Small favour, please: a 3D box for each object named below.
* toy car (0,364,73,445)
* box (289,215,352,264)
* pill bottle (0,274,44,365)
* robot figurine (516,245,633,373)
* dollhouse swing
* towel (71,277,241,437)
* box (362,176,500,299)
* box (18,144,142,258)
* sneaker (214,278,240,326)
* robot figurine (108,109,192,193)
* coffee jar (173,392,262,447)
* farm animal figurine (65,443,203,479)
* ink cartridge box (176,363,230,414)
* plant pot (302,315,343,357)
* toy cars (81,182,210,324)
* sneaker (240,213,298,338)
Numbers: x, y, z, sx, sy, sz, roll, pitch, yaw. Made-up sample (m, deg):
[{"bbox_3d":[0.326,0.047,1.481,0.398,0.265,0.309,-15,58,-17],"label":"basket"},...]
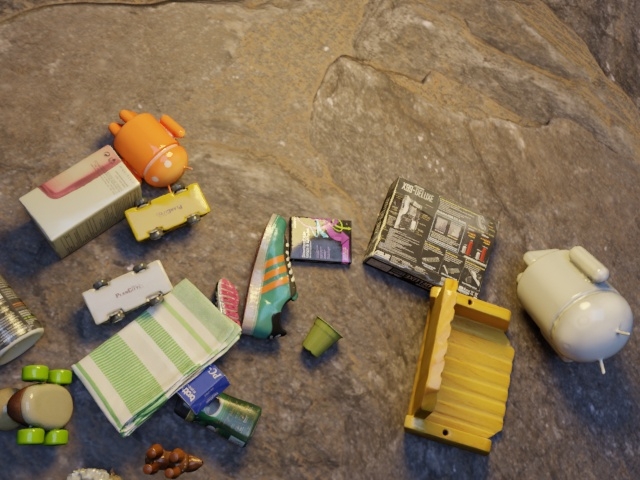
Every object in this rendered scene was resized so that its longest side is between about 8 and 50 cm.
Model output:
[{"bbox_3d":[-0.638,0.355,1.353,0.188,0.149,0.155,-9,70,14],"label":"toy car"},{"bbox_3d":[0.000,0.000,1.644,0.162,0.029,0.116,3,73,-11],"label":"box"},{"bbox_3d":[-0.720,0.138,1.377,0.130,0.130,0.246,-39,85,-21],"label":"pill bottle"},{"bbox_3d":[0.629,0.160,1.602,0.199,0.300,0.353,-8,37,-13],"label":"robot figurine"},{"bbox_3d":[0.357,0.291,1.494,0.315,0.305,0.347,19,69,-7],"label":"dollhouse swing"},{"bbox_3d":[-0.360,0.242,1.414,0.325,0.038,0.248,-40,50,-20],"label":"towel"},{"bbox_3d":[0.293,0.004,1.687,0.307,0.076,0.242,23,69,-6],"label":"box"},{"bbox_3d":[-0.543,-0.088,1.479,0.232,0.148,0.127,-37,84,-21],"label":"box"},{"bbox_3d":[-0.235,0.170,1.517,0.063,0.074,0.170,28,40,-44],"label":"sneaker"},{"bbox_3d":[-0.411,-0.221,1.562,0.219,0.128,0.158,46,62,3],"label":"robot figurine"},{"bbox_3d":[-0.231,0.383,1.443,0.184,0.079,0.096,28,61,-4],"label":"coffee jar"},{"bbox_3d":[-0.336,0.594,1.315,0.326,0.172,0.330,-17,77,-3],"label":"farm animal figurine"},{"bbox_3d":[-0.301,0.281,1.421,0.097,0.046,0.207,-40,51,-20],"label":"ink cartridge box"},{"bbox_3d":[-0.002,0.238,1.550,0.083,0.083,0.079,41,81,1],"label":"plant pot"},{"bbox_3d":[-0.404,0.031,1.512,0.176,0.087,0.394,25,73,-7],"label":"toy cars"},{"bbox_3d":[-0.108,0.089,1.556,0.121,0.108,0.302,13,79,-10],"label":"sneaker"}]
